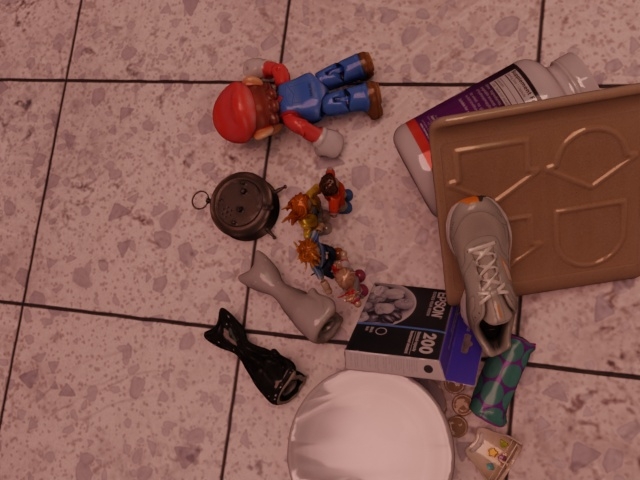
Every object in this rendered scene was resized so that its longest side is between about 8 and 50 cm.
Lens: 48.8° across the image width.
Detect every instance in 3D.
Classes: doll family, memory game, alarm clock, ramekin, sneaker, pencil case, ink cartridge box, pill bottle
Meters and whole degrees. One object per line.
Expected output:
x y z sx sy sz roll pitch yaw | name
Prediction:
0.000 0.000 1.246 0.118 0.163 0.262 -13 76 13 | doll family
0.169 0.285 1.222 0.186 0.012 0.186 -3 79 16 | memory game
-0.166 -0.069 1.364 0.192 0.064 0.129 8 81 20 | alarm clock
0.090 0.344 1.159 0.273 0.127 0.272 -3 78 15 | ramekin
0.255 0.058 1.056 0.099 0.121 0.262 -14 120 5 | sneaker
0.302 0.228 1.168 0.070 0.064 0.151 25 85 -19 | pencil case
0.165 0.148 1.163 0.208 0.206 0.045 6 120 16 | ink cartridge box
0.298 -0.182 1.189 0.323 0.181 0.181 -28 73 8 | pill bottle

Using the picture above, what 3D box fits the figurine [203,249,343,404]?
-0.093 0.149 1.276 0.209 0.092 0.214 35 99 24 | figurine

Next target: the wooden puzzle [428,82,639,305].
0.340 -0.067 1.102 0.322 0.080 0.347 -9 121 4 | wooden puzzle

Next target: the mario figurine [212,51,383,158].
-0.048 -0.260 1.357 0.321 0.170 0.198 -12 40 3 | mario figurine

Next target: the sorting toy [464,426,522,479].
0.282 0.349 1.164 0.075 0.045 0.083 31 89 26 | sorting toy
